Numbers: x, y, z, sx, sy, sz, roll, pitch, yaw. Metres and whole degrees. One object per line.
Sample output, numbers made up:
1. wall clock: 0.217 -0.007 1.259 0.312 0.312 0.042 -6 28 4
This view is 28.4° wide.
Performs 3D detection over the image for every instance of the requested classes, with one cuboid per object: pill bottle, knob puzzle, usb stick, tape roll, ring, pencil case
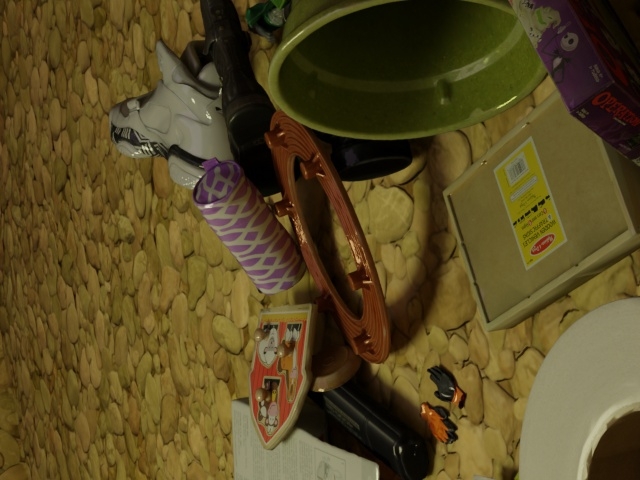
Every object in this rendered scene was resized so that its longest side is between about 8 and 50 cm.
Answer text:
1. pill bottle: 0.040 -0.186 1.473 0.123 0.123 0.219 -30 68 61
2. knob puzzle: -0.065 0.183 1.695 0.213 0.030 0.213 -36 48 55
3. usb stick: 0.051 0.222 1.606 0.278 0.045 0.077 32 146 57
4. tape roll: 0.313 0.237 1.065 0.392 0.072 0.392 17 110 58
5. ring: 0.000 0.000 1.560 0.336 0.032 0.337 159 90 -78
6. pencil case: -0.093 -0.016 1.713 0.088 0.086 0.206 -95 -21 -47

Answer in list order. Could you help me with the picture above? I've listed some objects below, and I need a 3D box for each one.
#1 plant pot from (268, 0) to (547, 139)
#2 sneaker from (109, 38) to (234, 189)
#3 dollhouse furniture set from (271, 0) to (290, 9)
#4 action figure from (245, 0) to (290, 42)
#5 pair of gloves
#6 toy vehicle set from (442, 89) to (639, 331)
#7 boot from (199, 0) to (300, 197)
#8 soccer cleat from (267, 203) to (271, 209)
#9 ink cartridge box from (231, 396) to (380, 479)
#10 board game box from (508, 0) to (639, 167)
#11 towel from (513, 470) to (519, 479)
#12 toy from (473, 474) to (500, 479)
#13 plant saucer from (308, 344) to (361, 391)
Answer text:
1. plant pot: 0.077 -0.276 1.270 0.276 0.276 0.254 137 134 -57
2. sneaker: -0.218 -0.220 1.964 0.366 0.137 0.210 32 122 51
3. dollhouse furniture set: -0.010 -0.341 1.501 0.058 0.151 0.076 49 165 0
4. action figure: -0.050 -0.302 1.654 0.063 0.137 0.232 58 172 -9
5. pair of gloves: 0.140 0.192 1.471 0.074 0.010 0.083 44 132 52
6. toy vehicle set: 0.219 -0.031 1.248 0.267 0.035 0.166 -44 56 57
7. boot: -0.105 -0.204 1.740 0.263 0.091 0.229 84 169 -59
8. soccer cleat: -0.091 -0.019 1.863 0.083 0.029 0.036 -61 38 41
9. ink cartridge box: 0.004 0.393 1.707 0.385 0.091 0.308 10 103 58
10. board game box: 0.198 -0.221 1.081 0.056 0.208 0.347 -37 59 26
11. towel: 0.218 0.325 1.338 0.102 0.021 0.237 54 140 36
12. toy: 0.195 0.373 1.312 0.137 0.056 0.237 -4 94 57
13. plant saucer: 0.013 0.161 1.638 0.083 0.083 0.015 32 156 57
